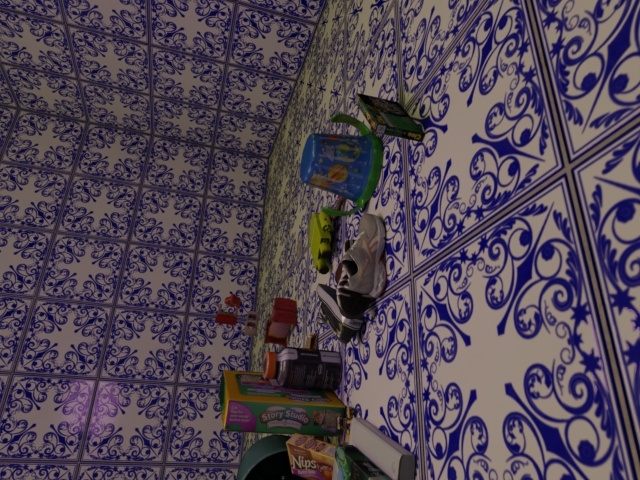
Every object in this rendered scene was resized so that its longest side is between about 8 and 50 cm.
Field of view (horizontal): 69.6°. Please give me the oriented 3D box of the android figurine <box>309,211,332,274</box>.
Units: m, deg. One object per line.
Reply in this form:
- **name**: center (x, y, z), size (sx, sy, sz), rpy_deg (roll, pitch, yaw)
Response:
- **android figurine**: center (0.000, 0.000, 1.841), size (0.272, 0.056, 0.248), rpy_deg (-104, 17, -51)

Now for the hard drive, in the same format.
- **hard drive**: center (0.133, 0.571, 1.111), size (0.307, 0.040, 0.202), rpy_deg (157, 120, -73)

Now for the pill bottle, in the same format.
- **pill bottle**: center (-0.064, 0.421, 1.523), size (0.130, 0.246, 0.130), rpy_deg (-171, 90, -75)

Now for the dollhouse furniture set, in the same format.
- **dollhouse furniture set**: center (-0.318, 0.381, 2.253), size (0.152, 0.375, 0.201), rpy_deg (-90, 15, -46)

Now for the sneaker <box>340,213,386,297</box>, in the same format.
- **sneaker**: center (0.118, 0.031, 1.323), size (0.099, 0.121, 0.262), rpy_deg (123, 152, -55)

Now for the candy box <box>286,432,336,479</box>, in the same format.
- **candy box**: center (-0.005, 0.628, 1.307), size (0.187, 0.053, 0.109), rpy_deg (0, 106, 35)

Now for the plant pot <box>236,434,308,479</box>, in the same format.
- **plant pot**: center (-0.140, 0.772, 1.491), size (0.235, 0.294, 0.292), rpy_deg (-179, 98, -73)

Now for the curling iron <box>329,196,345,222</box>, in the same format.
- **curling iron**: center (0.084, -0.184, 1.738), size (0.068, 0.035, 0.273), rpy_deg (-100, 24, -50)

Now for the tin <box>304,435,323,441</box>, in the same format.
- **tin**: center (-0.030, 0.710, 1.644), size (0.190, 0.040, 0.106), rpy_deg (-165, 80, -75)

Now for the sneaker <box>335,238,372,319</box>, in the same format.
- **sneaker**: center (0.094, 0.146, 1.420), size (0.162, 0.107, 0.281), rpy_deg (109, 173, -50)

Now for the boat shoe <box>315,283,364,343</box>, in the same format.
- **boat shoe**: center (0.045, 0.234, 1.492), size (0.104, 0.113, 0.306), rpy_deg (-64, 27, 8)

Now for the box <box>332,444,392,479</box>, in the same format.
- **box**: center (0.093, 0.626, 1.034), size (0.322, 0.059, 0.232), rpy_deg (155, 122, -72)

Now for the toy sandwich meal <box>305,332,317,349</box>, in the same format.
- **toy sandwich meal**: center (-0.035, 0.409, 1.842), size (0.085, 0.029, 0.085), rpy_deg (-171, 90, -75)

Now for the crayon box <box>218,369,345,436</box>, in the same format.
- **crayon box**: center (-0.140, 0.530, 1.514), size (0.313, 0.364, 0.105), rpy_deg (-176, 95, -75)

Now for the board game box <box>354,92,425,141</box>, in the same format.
- **board game box**: center (0.184, -0.344, 1.270), size (0.259, 0.136, 0.030), rpy_deg (-102, 27, -55)

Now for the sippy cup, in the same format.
- **sippy cup**: center (0.057, -0.251, 1.516), size (0.305, 0.224, 0.239), rpy_deg (-98, 22, -46)

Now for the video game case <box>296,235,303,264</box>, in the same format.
- **video game case**: center (-0.107, 0.050, 2.355), size (0.087, 0.011, 0.121), rpy_deg (116, 157, -47)

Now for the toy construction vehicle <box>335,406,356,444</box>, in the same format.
- **toy construction vehicle**: center (0.082, 0.542, 1.343), size (0.086, 0.035, 0.098), rpy_deg (-42, 42, 50)
